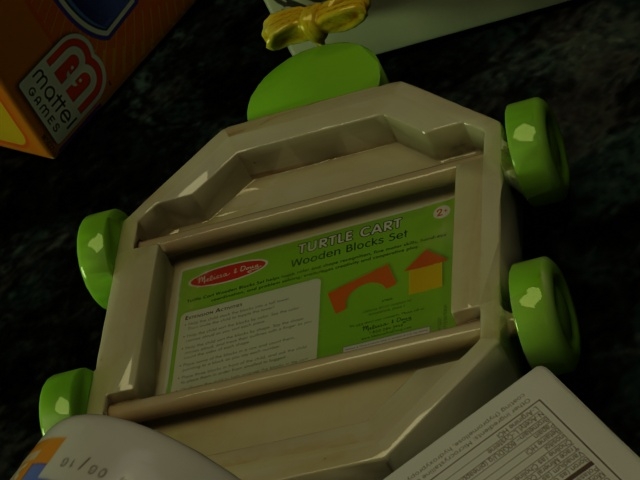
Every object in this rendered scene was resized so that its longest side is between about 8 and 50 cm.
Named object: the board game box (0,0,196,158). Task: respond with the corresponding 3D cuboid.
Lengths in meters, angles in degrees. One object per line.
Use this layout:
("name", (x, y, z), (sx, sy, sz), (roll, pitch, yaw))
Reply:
("board game box", (-0.265, -0.325, 1.290), (0.356, 0.356, 0.356), (15, 57, 40))

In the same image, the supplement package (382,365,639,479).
("supplement package", (0.094, 0.222, 0.621), (0.198, 0.199, 0.262), (-36, 40, -7))

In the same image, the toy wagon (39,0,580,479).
("toy wagon", (0.000, 0.000, 1.018), (0.267, 0.068, 0.344), (-14, 41, 18))

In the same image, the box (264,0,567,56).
("box", (0.100, -0.196, 1.143), (0.275, 0.094, 0.113), (-15, 42, 17))

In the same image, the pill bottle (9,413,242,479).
("pill bottle", (-0.122, 0.219, 0.790), (0.152, 0.152, 0.272), (10, 53, 38))
